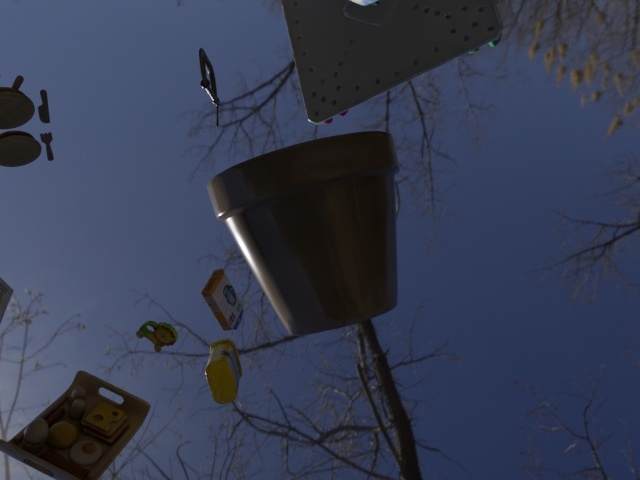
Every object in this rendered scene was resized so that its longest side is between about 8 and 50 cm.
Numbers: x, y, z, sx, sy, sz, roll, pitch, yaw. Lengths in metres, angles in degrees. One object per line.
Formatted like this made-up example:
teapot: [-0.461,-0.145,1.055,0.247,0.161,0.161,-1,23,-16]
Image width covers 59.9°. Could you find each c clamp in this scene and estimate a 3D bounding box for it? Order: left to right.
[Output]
c clamp: [-0.252,-0.357,1.277,0.022,0.160,0.137,-6,-102,2]

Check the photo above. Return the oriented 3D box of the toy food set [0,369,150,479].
toy food set: [-0.571,0.437,1.321,0.220,0.092,0.306,24,-160,4]

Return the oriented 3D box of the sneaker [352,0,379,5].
sneaker: [0.022,-0.323,0.620,0.086,0.085,0.237,19,-167,-40]

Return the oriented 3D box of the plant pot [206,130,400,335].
plant pot: [0.000,0.000,0.935,0.323,0.323,0.280,-14,-92,-29]

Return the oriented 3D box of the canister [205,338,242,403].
canister: [-0.260,0.351,1.499,0.074,0.126,0.170,-14,-170,-3]

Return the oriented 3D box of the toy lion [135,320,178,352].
toy lion: [-0.442,0.255,1.522,0.100,0.096,0.034,40,-150,-8]

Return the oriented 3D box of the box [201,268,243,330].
box: [-0.221,0.142,1.280,0.028,0.136,0.081,-7,-146,21]

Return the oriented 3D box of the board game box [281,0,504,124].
board game box: [0.113,-0.465,1.077,0.050,0.390,0.389,15,-121,-59]

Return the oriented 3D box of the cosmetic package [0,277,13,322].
cosmetic package: [-1.067,0.152,1.380,0.328,0.393,0.329,-27,-146,1]

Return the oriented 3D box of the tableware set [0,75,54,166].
tableware set: [-0.536,-0.196,0.953,0.128,0.194,0.039,-16,-112,-28]
